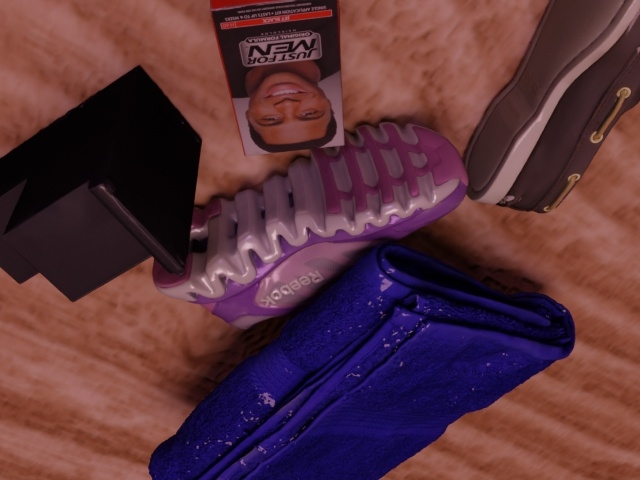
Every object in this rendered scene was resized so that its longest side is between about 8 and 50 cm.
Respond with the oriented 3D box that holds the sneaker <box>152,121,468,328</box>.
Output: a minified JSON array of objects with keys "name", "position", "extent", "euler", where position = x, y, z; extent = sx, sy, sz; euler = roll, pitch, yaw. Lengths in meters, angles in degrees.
[{"name":"sneaker","position":[0.000,0.000,0.594],"extent":[0.236,0.095,0.104],"euler":[-23,131,17]}]

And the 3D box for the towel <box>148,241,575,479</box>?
[{"name":"towel","position":[0.033,0.136,0.647],"extent":[0.227,0.076,0.308],"euler":[18,131,-37]}]

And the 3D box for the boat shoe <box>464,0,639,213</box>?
[{"name":"boat shoe","position":[0.176,-0.111,0.532],"extent":[0.068,0.081,0.228],"euler":[15,130,-18]}]

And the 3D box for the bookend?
[{"name":"bookend","position":[-0.163,-0.015,0.524],"extent":[0.156,0.157,0.072],"euler":[-29,122,15]}]

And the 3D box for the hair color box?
[{"name":"hair color box","position":[-0.023,-0.111,0.502],"extent":[0.072,0.043,0.141],"euler":[-7,153,1]}]
